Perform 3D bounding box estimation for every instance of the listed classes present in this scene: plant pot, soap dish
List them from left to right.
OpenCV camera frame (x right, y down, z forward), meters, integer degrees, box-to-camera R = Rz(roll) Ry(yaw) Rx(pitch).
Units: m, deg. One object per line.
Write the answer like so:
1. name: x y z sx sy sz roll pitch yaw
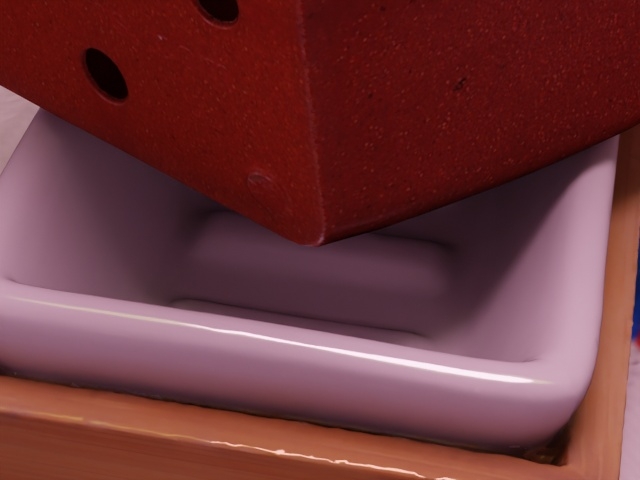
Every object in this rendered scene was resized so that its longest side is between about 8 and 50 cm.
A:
1. plant pot: -0.001 -0.157 0.608 0.267 0.267 0.236 28 55 30
2. soap dish: 0.000 0.000 0.688 0.229 0.118 0.291 8 37 7
